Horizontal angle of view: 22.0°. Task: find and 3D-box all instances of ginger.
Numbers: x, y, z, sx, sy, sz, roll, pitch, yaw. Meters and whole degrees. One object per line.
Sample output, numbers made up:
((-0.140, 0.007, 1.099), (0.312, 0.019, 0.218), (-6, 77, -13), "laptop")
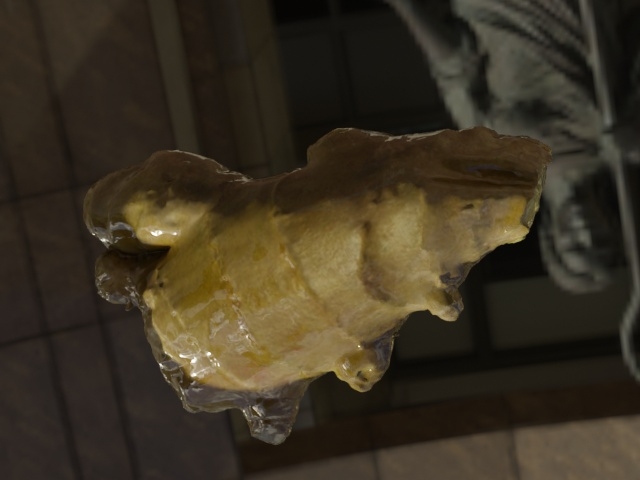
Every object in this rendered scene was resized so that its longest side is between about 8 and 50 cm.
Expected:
((-0.006, 0.013, 0.660), (0.205, 0.081, 0.115), (-7, -121, 25), "ginger")
